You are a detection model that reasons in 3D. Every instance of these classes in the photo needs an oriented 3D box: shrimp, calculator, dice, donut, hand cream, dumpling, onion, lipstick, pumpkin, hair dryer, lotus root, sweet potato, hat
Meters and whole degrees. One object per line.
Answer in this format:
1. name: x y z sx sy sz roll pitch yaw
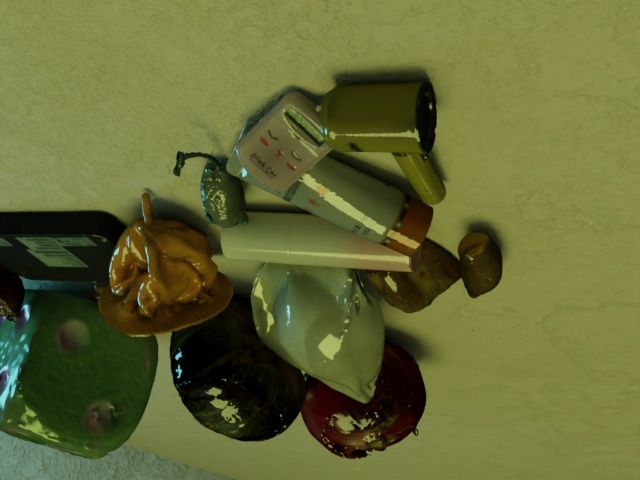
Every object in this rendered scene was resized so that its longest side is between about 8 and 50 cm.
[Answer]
1. shrimp: -0.412 0.124 2.082 0.187 0.051 0.132 12 157 12
2. calculator: -0.045 -0.137 1.335 0.100 0.032 0.175 42 133 -11
3. dice: -0.581 0.303 2.175 0.318 0.330 0.322 26 159 -34
4. donut: -0.736 0.079 2.050 0.217 0.141 0.085 11 145 2
5. hand cream: 0.016 -0.082 1.437 0.314 0.089 0.139 25 146 -4
6. dumpling: -0.007 0.161 1.826 0.260 0.181 0.341 12 155 24
7. onion: 0.088 0.329 2.053 0.276 0.276 0.276 10 155 5
8. lipstick: 0.000 0.000 1.592 0.327 0.087 0.087 3 153 19
9. pumpkin: -0.170 0.265 1.964 0.192 0.320 0.320 -43 128 19
10. hair dryer: 0.107 -0.121 1.313 0.135 0.090 0.278 1 158 23
11. lotus root: 0.145 0.060 1.650 0.159 0.095 0.135 -13 142 32
12. sweet potato: 0.269 0.049 1.597 0.077 0.077 0.243 5 160 15
13. hat: -0.299 0.012 1.714 0.244 0.233 0.233 23 133 36

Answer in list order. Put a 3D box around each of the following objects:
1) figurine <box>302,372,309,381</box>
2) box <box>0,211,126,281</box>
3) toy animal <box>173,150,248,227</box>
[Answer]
1. figurine: 0.070 0.381 2.332 0.262 0.120 0.164 30 -174 -17
2. box: -0.512 0.017 1.904 0.350 0.058 0.211 -1 151 25
3. toy animal: -0.164 -0.088 1.490 0.070 0.079 0.253 -14 156 4
